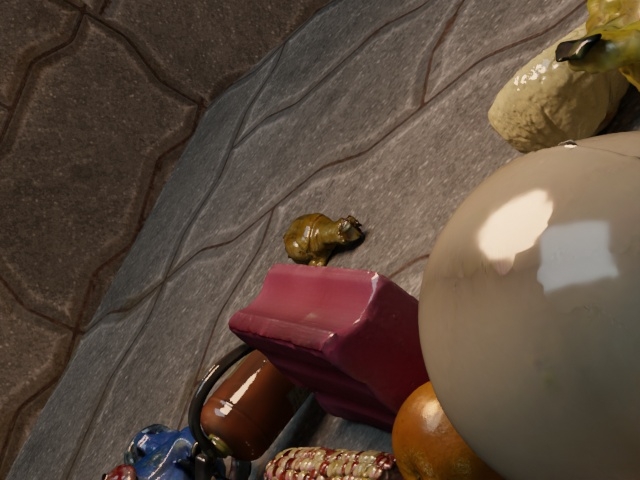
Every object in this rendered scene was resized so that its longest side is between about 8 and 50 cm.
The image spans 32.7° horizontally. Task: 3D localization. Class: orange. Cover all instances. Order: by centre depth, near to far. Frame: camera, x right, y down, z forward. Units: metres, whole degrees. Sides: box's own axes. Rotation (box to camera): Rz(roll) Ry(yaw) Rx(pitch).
[{"bbox_3d":[0.151,0.218,1.164,0.134,0.155,0.154,-32,9,-29],"label":"orange"}]

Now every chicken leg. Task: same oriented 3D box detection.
[{"bbox_3d":[0.000,0.000,1.996,0.103,0.088,0.227,-49,23,-22],"label":"chicken leg"}]

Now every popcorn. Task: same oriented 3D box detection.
[{"bbox_3d":[0.439,-0.252,1.205,0.293,0.237,0.293,-45,16,17],"label":"popcorn"}]

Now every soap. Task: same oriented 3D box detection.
[{"bbox_3d":[0.047,0.146,1.394,0.128,0.233,0.359,-54,19,-13],"label":"soap"}]

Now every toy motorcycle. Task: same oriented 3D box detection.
[{"bbox_3d":[-0.224,0.419,1.687,0.182,0.240,0.319,89,-171,-48],"label":"toy motorcycle"}]

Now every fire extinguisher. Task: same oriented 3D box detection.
[{"bbox_3d":[-0.091,0.195,1.609,0.113,0.200,0.376,8,51,48],"label":"fire extinguisher"}]

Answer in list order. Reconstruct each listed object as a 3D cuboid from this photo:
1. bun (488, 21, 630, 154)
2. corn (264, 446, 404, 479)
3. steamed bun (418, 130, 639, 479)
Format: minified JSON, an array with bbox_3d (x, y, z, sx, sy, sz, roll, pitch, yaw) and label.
[{"bbox_3d":[0.342,-0.202,1.486,0.220,0.134,0.220,-38,-5,-4],"label":"bun"},{"bbox_3d":[0.020,0.309,1.385,0.280,0.092,0.092,-15,41,55],"label":"corn"},{"bbox_3d":[0.254,0.071,0.936,0.334,0.334,0.374,-59,19,-19],"label":"steamed bun"}]
